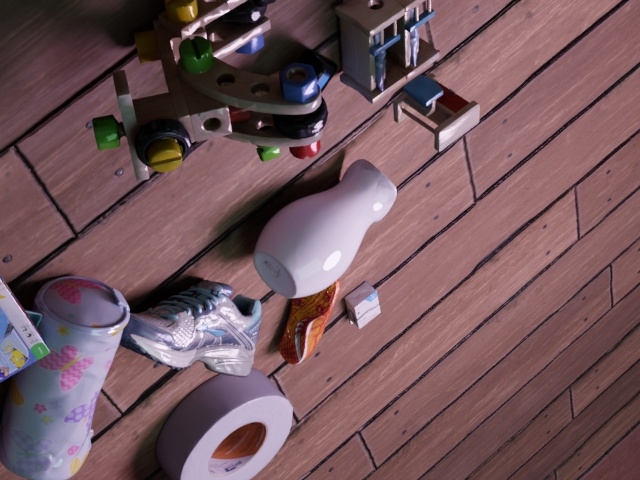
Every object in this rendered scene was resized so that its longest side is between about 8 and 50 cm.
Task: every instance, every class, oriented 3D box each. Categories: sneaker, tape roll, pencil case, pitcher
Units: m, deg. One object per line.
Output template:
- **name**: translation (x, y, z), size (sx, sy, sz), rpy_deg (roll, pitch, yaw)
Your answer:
- **sneaker**: translation (-0.183, 0.106, 1.718), size (0.283, 0.110, 0.122), rpy_deg (15, 96, -58)
- **tape roll**: translation (-0.149, 0.306, 1.978), size (0.219, 0.072, 0.219), rpy_deg (-29, 144, -24)
- **pencil case**: translation (-0.325, 0.178, 1.586), size (0.124, 0.113, 0.273), rpy_deg (8, 122, -20)
- **pitcher**: translation (0.000, 0.000, 1.788), size (0.207, 0.125, 0.178), rpy_deg (-42, 165, -29)
- **sneaker**: translation (-0.014, 0.113, 1.952), size (0.067, 0.064, 0.175), rpy_deg (-35, 158, -55)

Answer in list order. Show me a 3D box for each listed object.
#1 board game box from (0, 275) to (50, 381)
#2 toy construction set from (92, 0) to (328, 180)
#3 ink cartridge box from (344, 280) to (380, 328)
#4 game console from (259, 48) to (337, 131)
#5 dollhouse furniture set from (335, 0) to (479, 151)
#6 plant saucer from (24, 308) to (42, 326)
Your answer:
- **board game box**: translation (-0.407, 0.089, 1.405), size (0.136, 0.035, 0.201), rpy_deg (-31, 133, -8)
- **toy construction set**: translation (-0.141, -0.165, 1.390), size (0.237, 0.257, 0.309), rpy_deg (-20, 166, -8)
- **ink cartridge box**: translation (0.070, 0.111, 2.060), size (0.048, 0.028, 0.083), rpy_deg (-37, 147, -15)
- **game console**: translation (-0.021, -0.174, 1.606), size (0.071, 0.107, 0.122), rpy_deg (29, 103, -28)
- **dollhouse furniture set**: translation (0.130, -0.236, 1.598), size (0.129, 0.184, 0.129), rpy_deg (-37, 148, -23)
- **plant saucer**: translation (-0.417, 0.090, 1.439), size (0.192, 0.018, 0.067), rpy_deg (16, 113, -40)
